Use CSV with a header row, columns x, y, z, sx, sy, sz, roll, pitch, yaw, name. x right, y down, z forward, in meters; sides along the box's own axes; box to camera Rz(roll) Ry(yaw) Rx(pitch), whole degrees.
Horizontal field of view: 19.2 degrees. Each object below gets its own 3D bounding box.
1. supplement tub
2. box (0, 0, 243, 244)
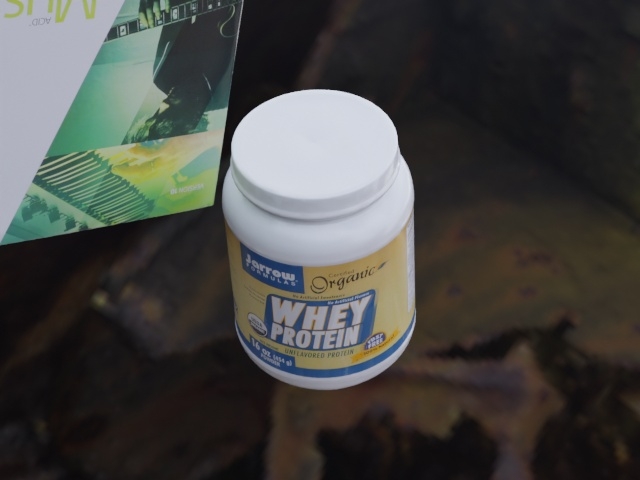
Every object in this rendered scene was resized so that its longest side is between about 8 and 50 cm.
x,y,z,sx,sy,sz,roll,pitch,yaw,name
0.000,0.000,1.440,0.144,0.200,0.144,-2,44,2,supplement tub
-0.158,-0.151,1.228,0.232,0.322,0.058,-12,37,-33,box
